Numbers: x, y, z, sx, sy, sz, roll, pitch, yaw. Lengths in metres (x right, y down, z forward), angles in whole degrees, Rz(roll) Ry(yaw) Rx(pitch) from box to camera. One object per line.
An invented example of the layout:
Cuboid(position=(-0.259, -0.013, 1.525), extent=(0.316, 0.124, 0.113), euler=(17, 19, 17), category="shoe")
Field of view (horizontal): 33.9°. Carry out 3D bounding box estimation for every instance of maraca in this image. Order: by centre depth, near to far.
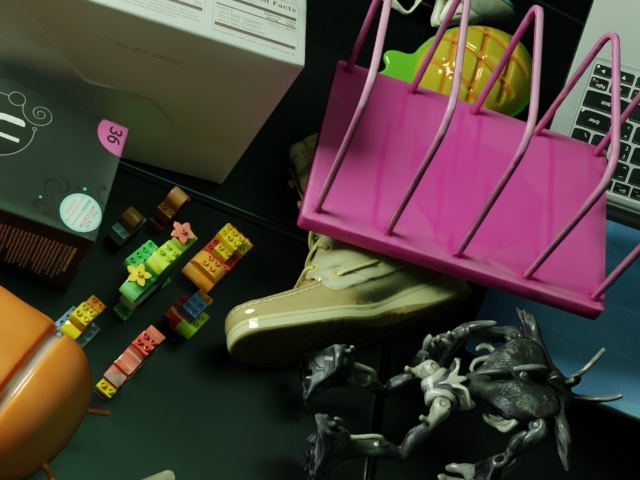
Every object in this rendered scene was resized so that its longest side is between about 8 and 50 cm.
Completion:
Cuboid(position=(0.152, -0.179, 1.179), extent=(0.185, 0.099, 0.127), euler=(-14, 70, -7), category="maraca")

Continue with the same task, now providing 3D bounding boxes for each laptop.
Cuboid(position=(0.401, -0.034, 1.063), extent=(0.381, 0.408, 0.236), euler=(20, 18, 12), category="laptop")

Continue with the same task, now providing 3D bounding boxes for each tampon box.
Cuboid(position=(-0.259, -0.052, 0.871), extent=(0.161, 0.101, 0.121), euler=(20, 55, -18), category="tampon box")

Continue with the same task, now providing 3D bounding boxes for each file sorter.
Cuboid(position=(0.157, -0.097, 0.937), extent=(0.290, 0.182, 0.202), euler=(17, 52, -7), category="file sorter")

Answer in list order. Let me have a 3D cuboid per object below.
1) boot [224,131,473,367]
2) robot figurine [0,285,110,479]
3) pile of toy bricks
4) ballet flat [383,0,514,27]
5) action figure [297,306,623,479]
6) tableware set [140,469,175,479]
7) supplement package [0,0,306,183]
Cuboid(position=(0.000, 0.000, 0.988), extent=(0.261, 0.095, 0.204), euler=(-12, 68, -31), category="boot")
Cuboid(position=(-0.262, 0.093, 0.769), extent=(0.219, 0.158, 0.128), euler=(36, 80, -6), category="robot figurine")
Cuboid(position=(-0.136, 0.024, 0.892), extent=(0.118, 0.105, 0.212), euler=(42, 51, -1), category="pile of toy bricks")
Cuboid(position=(0.131, -0.292, 1.261), extent=(0.213, 0.072, 0.068), euler=(23, 81, -14), category="ballet flat")
Cuboid(position=(0.118, 0.147, 0.942), extent=(0.275, 0.141, 0.164), euler=(-2, 60, -12), category="action figure")
Cuboid(position=(-0.185, 0.256, 0.774), extent=(0.194, 0.039, 0.128), euler=(-12, 80, -27), category="tableware set")
Cuboid(position=(-0.170, -0.188, 0.935), extent=(0.261, 0.204, 0.145), euler=(15, 57, -21), category="supplement package")
